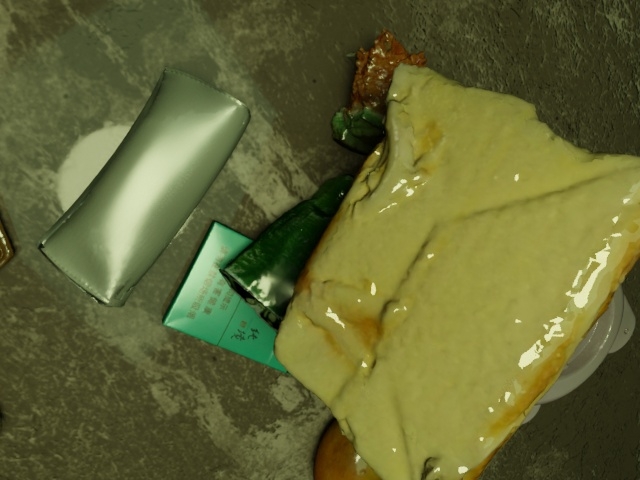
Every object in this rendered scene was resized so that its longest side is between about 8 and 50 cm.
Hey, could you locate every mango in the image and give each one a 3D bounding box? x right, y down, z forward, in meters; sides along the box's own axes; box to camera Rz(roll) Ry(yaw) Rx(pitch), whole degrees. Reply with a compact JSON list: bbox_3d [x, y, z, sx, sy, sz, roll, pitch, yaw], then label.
[{"bbox_3d":[0.085,0.320,0.760,0.253,0.113,0.138,-46,110,-10],"label":"mango"}]

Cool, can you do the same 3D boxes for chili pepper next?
[{"bbox_3d":[0.000,0.000,0.668,0.136,0.099,0.270,38,68,12],"label":"chili pepper"}]

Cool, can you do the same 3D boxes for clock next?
[{"bbox_3d":[0.390,0.145,0.845,0.322,0.113,0.295,-39,109,-9],"label":"clock"}]

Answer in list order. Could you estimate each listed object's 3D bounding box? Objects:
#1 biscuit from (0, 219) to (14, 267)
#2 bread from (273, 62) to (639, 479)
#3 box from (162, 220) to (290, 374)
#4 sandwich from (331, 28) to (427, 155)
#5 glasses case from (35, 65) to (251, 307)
[{"bbox_3d":[-0.493,-0.010,0.546,0.215,0.034,0.182,-16,103,-17],"label":"biscuit"},{"bbox_3d":[0.172,0.056,0.573,0.371,0.279,0.389,11,108,-58],"label":"bread"},{"bbox_3d":[-0.091,0.091,0.700,0.226,0.042,0.160,28,87,-20],"label":"box"},{"bbox_3d":[0.115,-0.201,0.702,0.185,0.109,0.159,8,94,-26],"label":"sandwich"},{"bbox_3d":[-0.222,-0.071,0.611,0.128,0.083,0.308,36,85,-15],"label":"glasses case"}]
